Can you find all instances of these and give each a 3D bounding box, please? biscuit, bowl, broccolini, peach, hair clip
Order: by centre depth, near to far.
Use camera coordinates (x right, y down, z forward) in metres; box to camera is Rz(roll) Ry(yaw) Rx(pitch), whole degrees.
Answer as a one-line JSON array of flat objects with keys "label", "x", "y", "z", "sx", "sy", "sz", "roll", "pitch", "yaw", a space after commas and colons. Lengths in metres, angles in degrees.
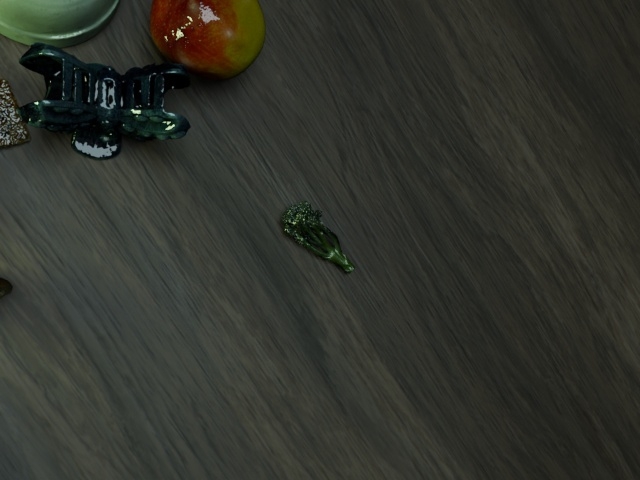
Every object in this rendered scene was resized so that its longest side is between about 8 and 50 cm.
[{"label": "biscuit", "x": -0.677, "y": -0.213, "z": 1.293, "sx": 0.236, "sy": 0.026, "sz": 0.131, "roll": -21, "pitch": 89, "yaw": -24}, {"label": "hair clip", "x": -0.404, "y": -0.260, "z": 1.314, "sx": 0.310, "sy": 0.206, "sz": 0.195, "roll": 4, "pitch": 87, "yaw": -26}, {"label": "bowl", "x": -0.526, "y": -0.537, "z": 1.333, "sx": 0.307, "sy": 0.163, "sz": 0.307, "roll": 2, "pitch": 84, "yaw": -24}, {"label": "peach", "x": -0.225, "y": -0.432, "z": 1.397, "sx": 0.230, "sy": 0.231, "sz": 0.231, "roll": 3, "pitch": 81, "yaw": -21}, {"label": "broccolini", "x": -0.005, "y": -0.001, "z": 1.525, "sx": 0.091, "sy": 0.068, "sz": 0.203, "roll": -44, "pitch": 115, "yaw": -8}]

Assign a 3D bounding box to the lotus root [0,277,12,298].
[{"label": "lotus root", "x": -0.625, "y": 0.084, "z": 1.218, "sx": 0.159, "sy": 0.135, "sz": 0.095, "roll": -23, "pitch": 90, "yaw": -9}]
